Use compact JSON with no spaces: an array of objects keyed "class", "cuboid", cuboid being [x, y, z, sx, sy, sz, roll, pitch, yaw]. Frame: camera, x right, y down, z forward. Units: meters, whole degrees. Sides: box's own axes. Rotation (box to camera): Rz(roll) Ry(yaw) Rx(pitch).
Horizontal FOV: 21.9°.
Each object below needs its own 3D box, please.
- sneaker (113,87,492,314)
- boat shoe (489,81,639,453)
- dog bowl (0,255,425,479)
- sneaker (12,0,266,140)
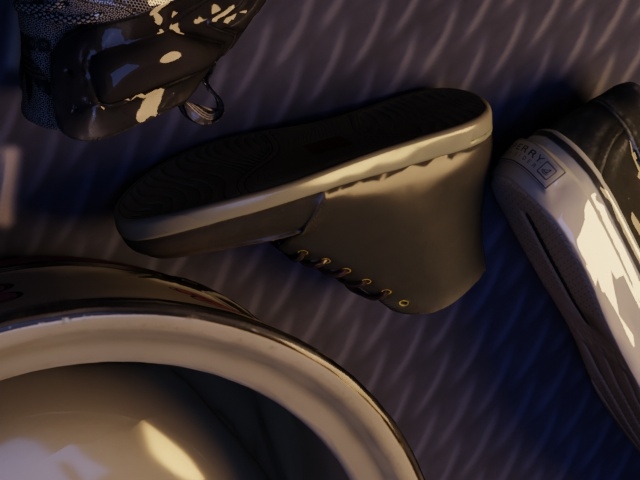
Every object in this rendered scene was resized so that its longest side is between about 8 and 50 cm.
[{"class":"sneaker","cuboid":[0.000,0.000,0.922,0.222,0.083,0.118,-15,118,-16]},{"class":"boat shoe","cuboid":[0.226,0.053,1.015,0.119,0.121,0.335,-35,122,-7]},{"class":"dog bowl","cuboid":[-0.148,0.189,0.910,0.408,0.150,0.407,-9,116,-19]},{"class":"sneaker","cuboid":[-0.140,-0.134,0.793,0.269,0.101,0.153,13,105,-29]}]
